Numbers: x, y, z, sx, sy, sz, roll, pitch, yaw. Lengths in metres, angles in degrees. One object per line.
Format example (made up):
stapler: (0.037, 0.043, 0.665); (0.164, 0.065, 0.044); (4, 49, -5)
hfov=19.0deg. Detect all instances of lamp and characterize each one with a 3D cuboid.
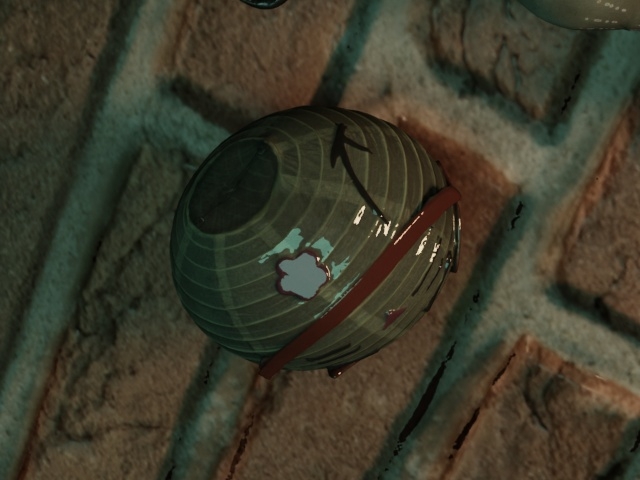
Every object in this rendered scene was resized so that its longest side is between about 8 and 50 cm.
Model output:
lamp: (0.000, 0.000, 1.656); (0.265, 0.233, 0.233); (-42, 93, 21)

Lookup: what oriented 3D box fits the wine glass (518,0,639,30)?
wine glass: (0.233, -0.206, 1.502); (0.241, 0.126, 0.126); (37, 124, 4)

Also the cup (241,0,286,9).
cup: (-0.095, -0.295, 1.587); (0.223, 0.169, 0.176); (38, 116, 5)
